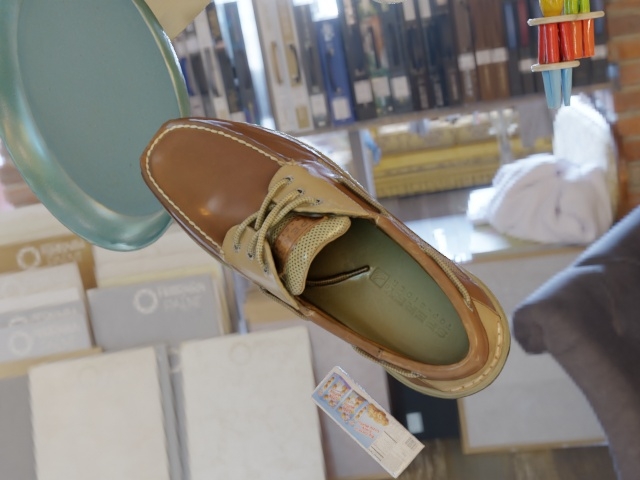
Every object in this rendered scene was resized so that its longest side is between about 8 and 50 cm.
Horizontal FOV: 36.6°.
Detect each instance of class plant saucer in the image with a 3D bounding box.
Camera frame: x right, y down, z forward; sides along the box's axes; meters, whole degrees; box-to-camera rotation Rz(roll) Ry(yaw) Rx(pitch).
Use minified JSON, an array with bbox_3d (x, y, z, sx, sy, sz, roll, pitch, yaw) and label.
[{"bbox_3d":[-0.230,-0.142,0.959,0.318,0.317,0.044,4,25,43],"label":"plant saucer"}]

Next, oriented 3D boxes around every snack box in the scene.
[{"bbox_3d":[0.068,0.270,1.446,0.064,0.178,0.022,-49,-18,1],"label":"snack box"}]

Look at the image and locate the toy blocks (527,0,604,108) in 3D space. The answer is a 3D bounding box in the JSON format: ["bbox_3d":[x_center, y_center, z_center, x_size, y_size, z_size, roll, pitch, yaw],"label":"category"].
[{"bbox_3d":[0.274,-0.225,1.074,0.054,0.148,0.123,3,14,39],"label":"toy blocks"}]

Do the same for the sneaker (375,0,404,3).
[{"bbox_3d":[0.085,-0.373,0.886,0.114,0.305,0.152,19,2,26],"label":"sneaker"}]

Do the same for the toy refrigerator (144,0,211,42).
[{"bbox_3d":[-0.112,-0.325,0.966,0.269,0.102,0.094,-41,-31,22],"label":"toy refrigerator"}]

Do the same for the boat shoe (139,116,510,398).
[{"bbox_3d":[0.000,0.000,0.727,0.324,0.122,0.120,31,1,14],"label":"boat shoe"}]
